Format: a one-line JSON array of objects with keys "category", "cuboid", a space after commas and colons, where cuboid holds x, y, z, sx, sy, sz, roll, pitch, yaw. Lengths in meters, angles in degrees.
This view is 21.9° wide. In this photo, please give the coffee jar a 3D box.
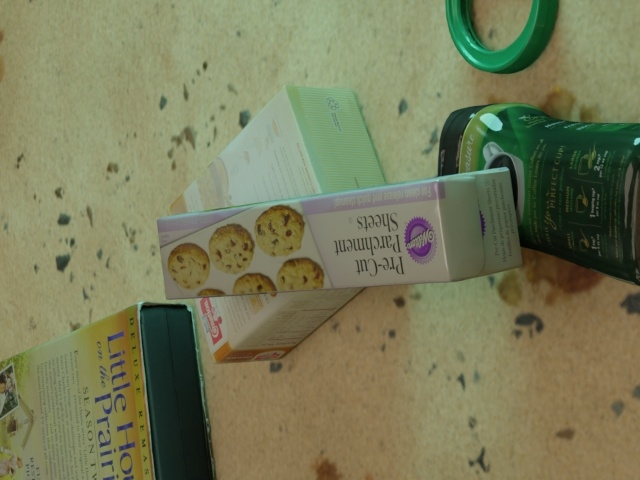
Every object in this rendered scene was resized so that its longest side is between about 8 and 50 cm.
[{"category": "coffee jar", "cuboid": [0.152, -0.033, 1.026, 0.184, 0.079, 0.096, 16, 109, 51]}]

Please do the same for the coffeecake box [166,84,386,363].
[{"category": "coffeecake box", "cuboid": [-0.030, -0.009, 1.268, 0.185, 0.068, 0.142, -42, 58, 43]}]

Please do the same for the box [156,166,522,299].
[{"category": "box", "cuboid": [0.000, 0.000, 1.113, 0.324, 0.063, 0.067, -5, 94, 53]}]

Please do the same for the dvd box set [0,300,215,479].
[{"category": "dvd box set", "cuboid": [-0.236, 0.248, 1.533, 0.420, 0.062, 0.307, -23, 71, 50]}]

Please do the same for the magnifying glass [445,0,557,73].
[{"category": "magnifying glass", "cuboid": [0.113, -0.226, 1.129, 0.092, 0.026, 0.231, -22, 74, 50]}]
